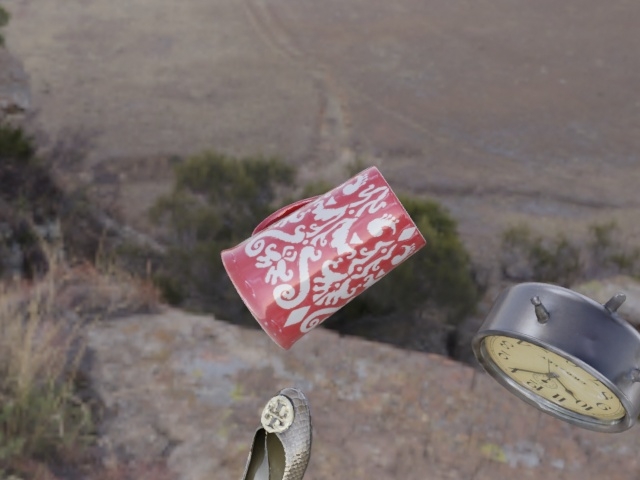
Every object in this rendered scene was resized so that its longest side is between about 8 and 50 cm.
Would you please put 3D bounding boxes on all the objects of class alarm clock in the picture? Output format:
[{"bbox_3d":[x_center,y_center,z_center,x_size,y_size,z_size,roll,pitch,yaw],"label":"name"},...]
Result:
[{"bbox_3d":[0.177,0.090,0.847,0.129,0.192,0.064,33,67,1],"label":"alarm clock"}]

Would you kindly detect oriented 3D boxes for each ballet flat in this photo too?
[{"bbox_3d":[-0.072,0.297,1.356,0.058,0.250,0.084,13,7,-40],"label":"ballet flat"}]

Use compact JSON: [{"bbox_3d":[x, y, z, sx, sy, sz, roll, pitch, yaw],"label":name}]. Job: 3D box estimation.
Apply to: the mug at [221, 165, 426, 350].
[{"bbox_3d":[-0.002,-0.002,1.077,0.169,0.113,0.150,-33,61,5],"label":"mug"}]
